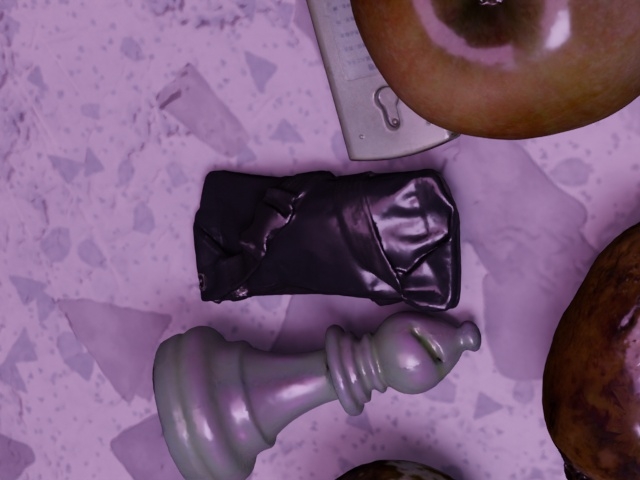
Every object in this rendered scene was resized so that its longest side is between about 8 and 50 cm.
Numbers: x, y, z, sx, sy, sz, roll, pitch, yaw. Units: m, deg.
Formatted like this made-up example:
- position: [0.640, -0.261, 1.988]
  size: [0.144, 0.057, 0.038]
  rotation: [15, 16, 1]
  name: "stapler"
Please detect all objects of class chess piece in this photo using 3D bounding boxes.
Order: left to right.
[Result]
- position: [0.004, 0.114, 1.245]
  size: [0.271, 0.139, 0.139]
  rotation: [-16, 99, 11]
  name: "chess piece"

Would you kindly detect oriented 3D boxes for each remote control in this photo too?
- position: [0.041, -0.181, 1.187]
  size: [0.098, 0.038, 0.234]
  rotation: [-11, 102, 21]
  name: "remote control"

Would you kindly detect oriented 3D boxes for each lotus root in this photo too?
- position: [0.265, 0.087, 1.129]
  size: [0.169, 0.141, 0.314]
  rotation: [19, 109, 8]
  name: "lotus root"

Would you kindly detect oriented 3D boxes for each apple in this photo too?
- position: [0.140, -0.196, 1.041]
  size: [0.256, 0.234, 0.257]
  rotation: [3, 100, 20]
  name: "apple"

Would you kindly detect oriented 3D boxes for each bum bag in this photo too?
- position: [0.000, 0.000, 1.238]
  size: [0.248, 0.060, 0.123]
  rotation: [-2, 105, 20]
  name: "bum bag"

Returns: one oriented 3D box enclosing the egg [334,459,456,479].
- position: [0.082, 0.289, 1.232]
  size: [0.169, 0.169, 0.231]
  rotation: [-30, 102, 23]
  name: "egg"
